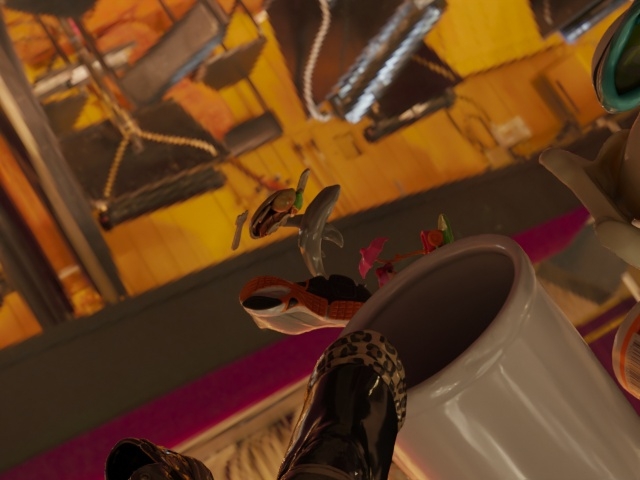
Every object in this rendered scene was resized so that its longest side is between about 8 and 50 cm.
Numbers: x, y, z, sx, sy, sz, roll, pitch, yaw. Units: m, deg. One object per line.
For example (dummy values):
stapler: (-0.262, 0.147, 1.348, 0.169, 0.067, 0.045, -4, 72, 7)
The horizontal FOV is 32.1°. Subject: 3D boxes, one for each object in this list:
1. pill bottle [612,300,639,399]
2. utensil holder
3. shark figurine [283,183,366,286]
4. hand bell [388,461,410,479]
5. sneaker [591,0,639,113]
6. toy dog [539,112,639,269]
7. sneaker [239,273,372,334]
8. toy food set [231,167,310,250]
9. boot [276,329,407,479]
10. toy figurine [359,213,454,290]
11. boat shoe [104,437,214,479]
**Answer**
pill bottle: (0.686, 0.240, 1.829, 0.224, 0.224, 0.392, -30, -150, -12)
utensil holder: (0.249, 0.240, 1.559, 0.327, 0.385, 0.327, -35, -160, 14)
shark figurine: (-0.011, 0.026, 2.512, 0.166, 0.278, 0.116, -12, -177, 19)
hand bell: (0.158, 0.484, 1.918, 0.126, 0.242, 0.126, -7, -178, 0)
sneaker: (0.377, -0.250, 1.159, 0.275, 0.107, 0.110, -64, 173, 22)
toy dog: (0.576, -0.144, 1.524, 0.408, 0.395, 0.284, -54, -160, 23)
sneaker: (-0.016, 0.131, 2.120, 0.262, 0.099, 0.121, 6, 147, 16)
toy food set: (-0.084, -0.047, 2.109, 0.192, 0.038, 0.132, -36, 158, -32)
boot: (0.005, 0.309, 1.256, 0.284, 0.138, 0.377, -69, 168, -53)
toy figurine: (0.146, 0.050, 1.894, 0.159, 0.173, 0.130, -8, 163, -3)
boat shoe: (-0.176, 0.317, 1.210, 0.132, 0.130, 0.355, -57, -159, -3)
